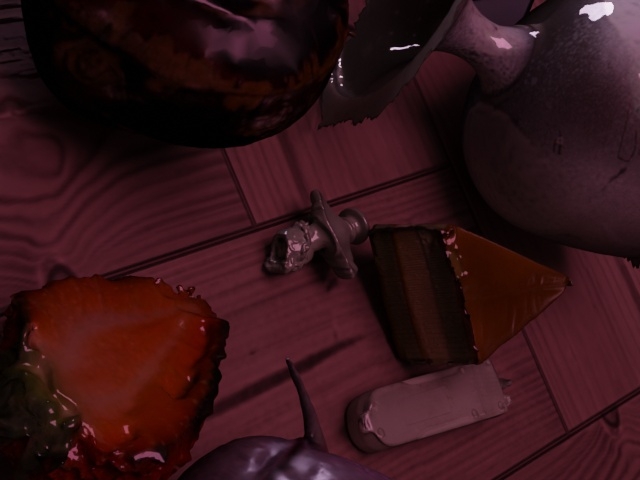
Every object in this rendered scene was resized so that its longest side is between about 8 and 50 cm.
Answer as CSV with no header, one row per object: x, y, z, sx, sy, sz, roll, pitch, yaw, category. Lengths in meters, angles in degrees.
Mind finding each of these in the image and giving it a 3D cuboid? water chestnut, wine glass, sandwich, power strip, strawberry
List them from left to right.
-0.133,0.090,0.882,0.140,0.085,0.192,25,33,-17,strawberry
-0.085,-0.173,0.957,0.224,0.238,0.223,14,61,-27,water chestnut
0.087,0.124,1.123,0.191,0.030,0.047,-8,76,-46,power strip
0.121,0.015,1.154,0.163,0.079,0.113,-30,111,-47,sandwich
0.186,-0.120,1.201,0.323,0.238,0.238,27,53,-23,wine glass

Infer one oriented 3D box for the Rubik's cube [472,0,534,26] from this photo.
0.145,-0.355,1.263,0.250,0.234,0.284,20,58,-37,Rubik's cube

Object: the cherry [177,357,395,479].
-0.009,0.220,0.872,0.213,0.184,0.266,25,73,-33,cherry

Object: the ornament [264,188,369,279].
0.002,-0.002,1.092,0.092,0.041,0.068,12,60,-40,ornament
